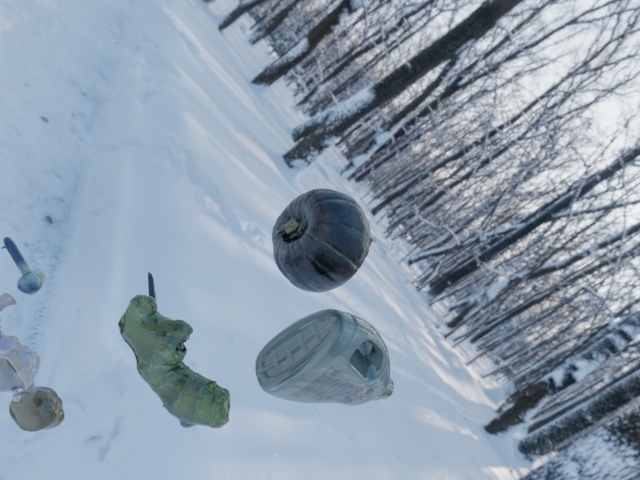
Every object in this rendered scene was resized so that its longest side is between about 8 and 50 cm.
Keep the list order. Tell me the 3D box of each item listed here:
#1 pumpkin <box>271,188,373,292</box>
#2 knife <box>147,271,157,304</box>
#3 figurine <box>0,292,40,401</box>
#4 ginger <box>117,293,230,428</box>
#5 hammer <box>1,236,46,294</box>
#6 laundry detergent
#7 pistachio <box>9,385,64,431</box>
[{"bbox_3d":[0.000,0.000,1.467,0.241,0.323,0.323,33,22,-39],"label":"pumpkin"},{"bbox_3d":[-0.393,0.121,1.136,0.031,0.018,0.121,98,-20,-48],"label":"knife"},{"bbox_3d":[-0.719,0.247,1.106,0.141,0.162,0.236,-33,87,-41],"label":"figurine"},{"bbox_3d":[-0.272,0.226,0.900,0.289,0.137,0.089,59,5,10],"label":"ginger"},{"bbox_3d":[-0.944,0.076,1.539,0.193,0.070,0.116,66,-12,-15],"label":"hammer"},{"bbox_3d":[0.065,0.301,1.153,0.398,0.264,0.124,34,23,-44],"label":"laundry detergent"},{"bbox_3d":[-0.723,0.430,1.243,0.113,0.149,0.113,-2,90,-70],"label":"pistachio"}]
